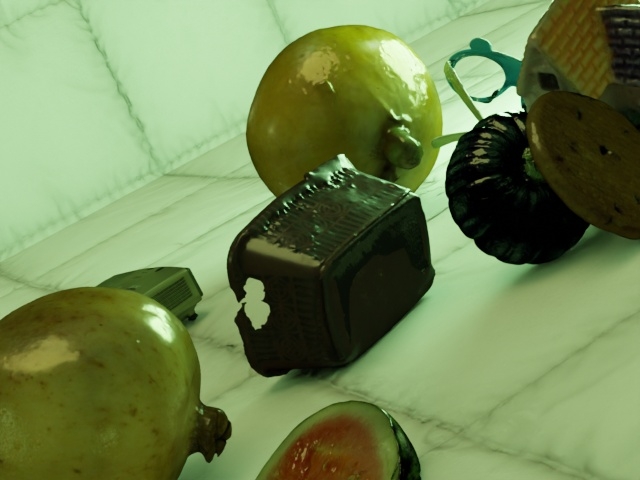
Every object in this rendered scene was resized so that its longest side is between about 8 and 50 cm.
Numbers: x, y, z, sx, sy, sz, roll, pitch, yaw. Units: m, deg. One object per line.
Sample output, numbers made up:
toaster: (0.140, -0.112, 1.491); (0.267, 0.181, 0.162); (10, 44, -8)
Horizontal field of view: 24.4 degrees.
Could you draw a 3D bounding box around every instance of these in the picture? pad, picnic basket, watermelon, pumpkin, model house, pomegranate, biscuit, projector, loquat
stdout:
pad: (0.192, -0.073, 2.347); (0.232, 0.004, 0.156); (-32, 14, -28)
picnic basket: (0.028, 0.032, 1.835); (0.129, 0.222, 0.297); (6, 30, 35)
watermelon: (0.016, 0.216, 1.434); (0.245, 0.063, 0.119); (-7, 35, 52)
pumpkin: (0.245, -0.064, 1.803); (0.150, 0.194, 0.194); (-10, 20, 47)
model house: (0.375, -0.211, 1.875); (0.237, 0.237, 0.202); (17, 54, 40)
pomegranate: (-0.268, 0.186, 1.601); (0.307, 0.307, 0.307); (-24, 13, 6)
biscuit: (0.325, -0.089, 1.737); (0.036, 0.212, 0.212); (-47, -5, 41)
projector: (-0.320, 0.121, 2.356); (0.193, 0.088, 0.269); (-34, 15, -30)
loquat: (0.050, -0.178, 2.359); (0.328, 0.328, 0.359); (-30, 28, -18)

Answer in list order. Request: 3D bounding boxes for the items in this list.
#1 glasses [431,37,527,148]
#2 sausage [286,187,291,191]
glasses: (0.271, -0.188, 2.324); (0.207, 0.239, 0.102); (-55, -19, -17)
sausage: (0.000, 0.000, 2.102); (0.152, 0.152, 0.280); (-25, 12, 4)
